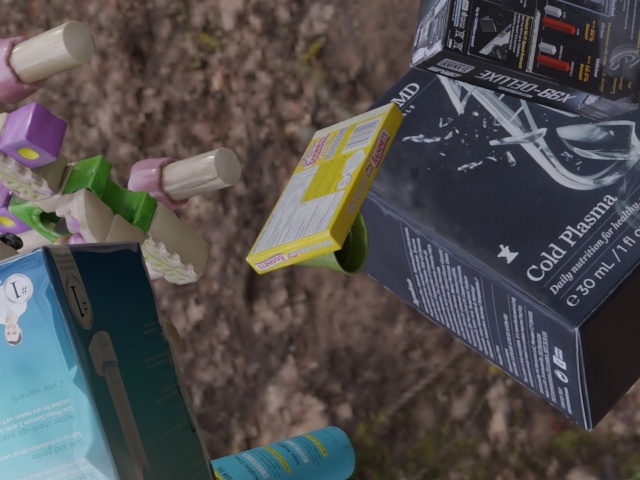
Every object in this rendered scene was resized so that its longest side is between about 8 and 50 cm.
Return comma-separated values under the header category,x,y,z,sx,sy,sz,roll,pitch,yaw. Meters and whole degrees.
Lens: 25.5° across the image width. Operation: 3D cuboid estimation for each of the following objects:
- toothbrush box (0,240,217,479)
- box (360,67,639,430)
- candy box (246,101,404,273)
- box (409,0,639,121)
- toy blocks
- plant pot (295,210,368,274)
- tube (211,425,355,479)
category,x,y,z,sx,sy,sz,roll,pitch,yaw
toothbrush box,-0.149,0.157,0.889,0.216,0.126,0.295,-15,-94,-83
box,0.341,-0.077,2.030,0.472,0.480,0.297,34,159,33
candy box,0.007,-0.053,1.381,0.027,0.105,0.206,50,-138,-23
box,0.239,-0.306,1.514,0.076,0.242,0.307,163,118,-66
toy blocks,-0.289,-0.011,1.419,0.288,0.260,0.309,41,-130,-37
plant pot,0.000,0.000,1.603,0.083,0.079,0.083,12,-104,-58
tube,-0.061,0.217,1.275,0.080,0.207,0.052,33,123,40
